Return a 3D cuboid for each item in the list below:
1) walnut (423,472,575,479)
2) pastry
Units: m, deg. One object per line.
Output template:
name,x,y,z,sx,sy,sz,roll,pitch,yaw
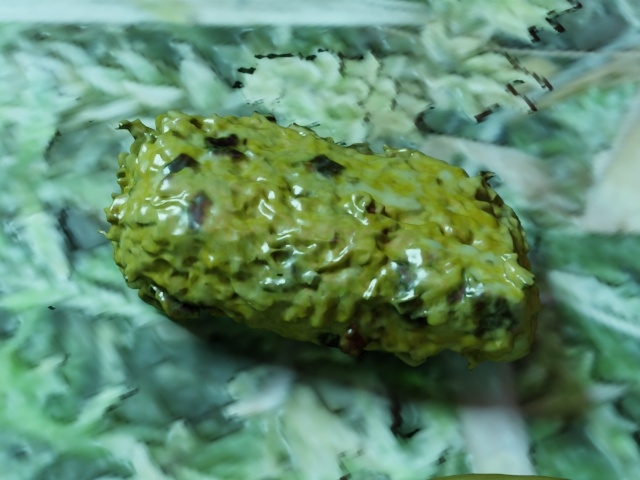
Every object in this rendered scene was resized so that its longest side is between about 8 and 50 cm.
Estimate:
walnut,0.028,0.175,0.392,0.203,0.203,0.298,15,43,4
pastry,0.000,0.000,0.620,0.140,0.056,0.080,5,39,-1
